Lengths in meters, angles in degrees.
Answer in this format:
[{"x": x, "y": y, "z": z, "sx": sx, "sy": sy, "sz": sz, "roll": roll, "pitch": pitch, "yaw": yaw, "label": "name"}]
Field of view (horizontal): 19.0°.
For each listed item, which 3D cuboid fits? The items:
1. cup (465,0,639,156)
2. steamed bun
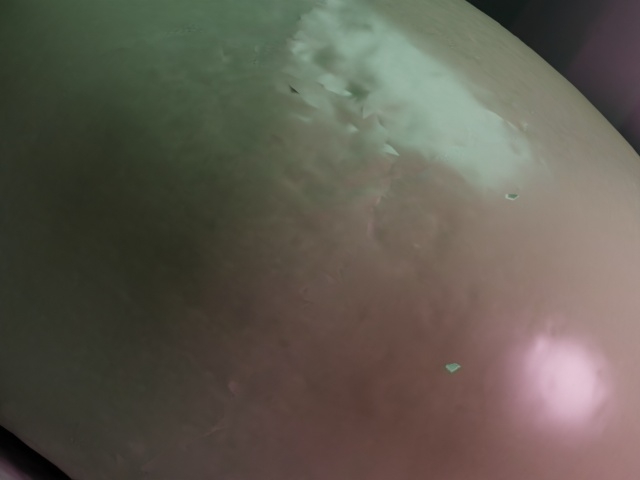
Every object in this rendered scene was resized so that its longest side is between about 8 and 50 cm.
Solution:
[{"x": 0.108, "y": -0.041, "z": 1.098, "sx": 0.237, "sy": 0.327, "sz": 0.323, "roll": 34, "pitch": 4, "yaw": -8, "label": "cup"}, {"x": 0.000, "y": 0.000, "z": 0.714, "sx": 0.324, "sy": 0.206, "sz": 0.324, "roll": 35, "pitch": 5, "yaw": -3, "label": "steamed bun"}]
